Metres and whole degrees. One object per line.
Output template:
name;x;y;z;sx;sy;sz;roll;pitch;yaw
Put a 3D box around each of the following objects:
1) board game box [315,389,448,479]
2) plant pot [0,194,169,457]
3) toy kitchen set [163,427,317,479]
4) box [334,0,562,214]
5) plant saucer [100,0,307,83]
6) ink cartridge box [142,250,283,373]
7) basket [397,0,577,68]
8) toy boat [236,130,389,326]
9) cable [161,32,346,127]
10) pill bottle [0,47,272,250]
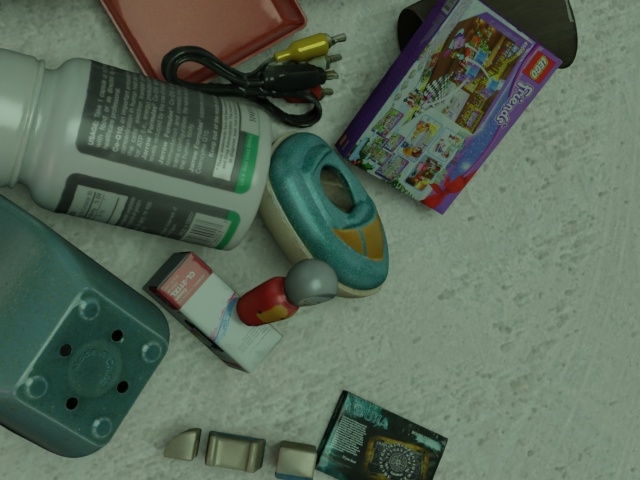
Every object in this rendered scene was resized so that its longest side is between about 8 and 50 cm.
board game box;0.091;0.319;1.560;0.186;0.026;0.126;28;78;-16
plant pot;-0.330;0.121;1.257;0.247;0.252;0.248;43;73;-37
toy kitchen set;-0.120;0.358;1.454;0.207;0.122;0.166;10;84;1
box;0.185;-0.200;1.514;0.201;0.057;0.293;28;109;-29
plant saucer;-0.188;-0.360;1.485;0.258;0.047;0.259;-33;98;-18
ink cartridge box;-0.150;0.099;1.430;0.175;0.127;0.072;44;75;-12
basket;0.245;-0.327;1.589;0.226;0.154;0.204;-19;75;-15
toy boat;0.000;0.000;1.421;0.267;0.148;0.318;52;37;-18
cable;-0.095;-0.229;1.489;0.287;0.072;0.139;-5;128;-22
pill bottle;-0.262;-0.121;1.361;0.361;0.204;0.204;14;82;-19
